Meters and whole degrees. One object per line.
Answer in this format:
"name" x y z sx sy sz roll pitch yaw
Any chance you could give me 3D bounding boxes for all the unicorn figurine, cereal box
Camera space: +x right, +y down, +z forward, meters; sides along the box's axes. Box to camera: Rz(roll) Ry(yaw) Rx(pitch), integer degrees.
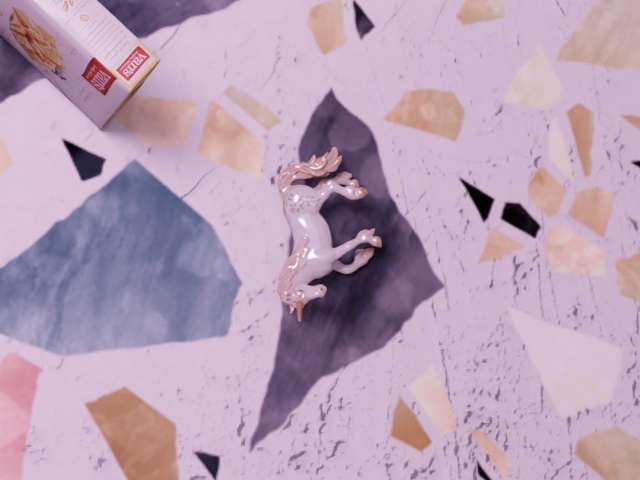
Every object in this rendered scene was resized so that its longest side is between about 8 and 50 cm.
"unicorn figurine" 0.000 0.000 1.651 0.111 0.060 0.162 -14 71 -17
"cereal box" -0.256 -0.208 1.539 0.240 0.173 0.047 43 74 -6
